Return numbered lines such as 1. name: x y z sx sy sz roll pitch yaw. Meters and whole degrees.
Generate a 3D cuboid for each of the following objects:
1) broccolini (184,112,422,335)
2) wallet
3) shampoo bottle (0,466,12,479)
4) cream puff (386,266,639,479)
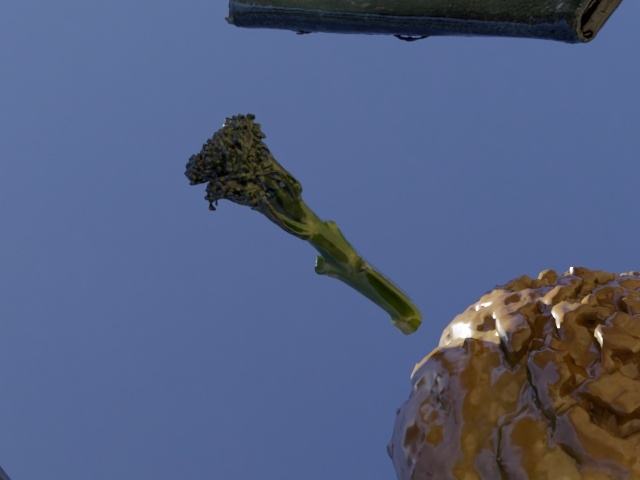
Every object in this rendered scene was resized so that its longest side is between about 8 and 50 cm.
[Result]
1. broccolini: 0.002 -0.002 1.074 0.216 0.058 0.067 41 -120 -23
2. wallet: 0.109 -0.248 1.423 0.190 0.379 0.046 -55 -42 -33
3. shampoo bottle: -0.229 0.207 1.116 0.207 0.057 0.063 53 -150 -6
4. cream puff: 0.211 0.152 0.976 0.327 0.231 0.343 44 -177 29
